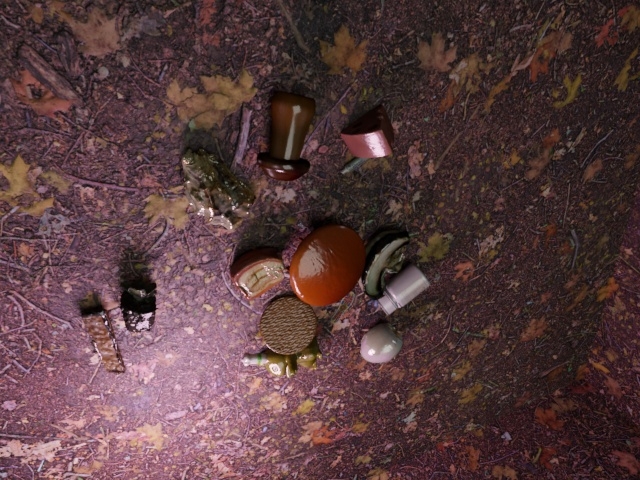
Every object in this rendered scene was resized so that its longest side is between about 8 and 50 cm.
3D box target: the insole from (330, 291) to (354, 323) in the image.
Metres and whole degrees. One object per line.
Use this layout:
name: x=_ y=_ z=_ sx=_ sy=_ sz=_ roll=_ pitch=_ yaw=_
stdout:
insole: x=0.108 y=0.326 z=2.057 sx=0.065 sy=0.006 sz=0.193 roll=23 pitch=107 yaw=-31

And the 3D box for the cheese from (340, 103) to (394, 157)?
cheese: x=0.211 y=-0.389 z=1.588 sx=0.202 sy=0.177 sz=0.128 roll=-34 pitch=125 yaw=-2

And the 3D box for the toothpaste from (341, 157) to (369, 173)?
toothpaste: x=0.165 y=-0.327 z=1.696 sx=0.197 sy=0.029 sz=0.048 roll=-35 pitch=126 yaw=-5

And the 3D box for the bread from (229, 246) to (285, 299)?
bread: x=-0.249 y=0.125 z=1.722 sx=0.244 sy=0.123 sz=0.190 roll=-37 pitch=124 yaw=-1

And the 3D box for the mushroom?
mushroom: x=0.276 y=0.097 z=1.933 sx=0.247 sy=0.130 sz=0.344 roll=-5 pitch=123 yaw=-39

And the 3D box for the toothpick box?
toothpick box: x=-0.113 y=-0.356 z=1.473 sx=0.192 sy=0.192 sz=0.295 roll=4 pitch=110 yaw=-25

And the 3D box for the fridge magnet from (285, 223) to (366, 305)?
fridge magnet: x=0.031 y=0.101 z=1.762 sx=0.363 sy=0.155 sz=0.364 roll=-12 pitch=115 yaw=-27

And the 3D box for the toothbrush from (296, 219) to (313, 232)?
toothbrush: x=0.000 y=0.000 z=1.816 sx=0.024 sy=0.021 sz=0.288 roll=-43 pitch=125 yaw=11

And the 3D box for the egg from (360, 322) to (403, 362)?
egg: x=0.301 y=0.528 z=2.148 sx=0.217 sy=0.183 sz=0.183 roll=-44 pitch=125 yaw=9

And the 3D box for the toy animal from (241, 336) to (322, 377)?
toy animal: x=-0.169 y=0.555 z=1.958 sx=0.362 sy=0.180 sz=0.181 roll=-18 pitch=156 yaw=-18

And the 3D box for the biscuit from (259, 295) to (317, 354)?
biscuit: x=-0.142 y=0.377 z=1.893 sx=0.261 sy=0.037 sz=0.262 roll=2 pitch=83 yaw=-14

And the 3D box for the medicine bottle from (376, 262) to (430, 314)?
medicine bottle: x=0.387 y=0.235 z=2.040 sx=0.258 sy=0.143 sz=0.143 roll=-38 pitch=125 yaw=0

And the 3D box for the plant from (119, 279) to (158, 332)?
plant: x=-0.682 y=0.242 z=1.598 sx=0.142 sy=0.131 sz=0.203 roll=-6 pitch=118 yaw=-16

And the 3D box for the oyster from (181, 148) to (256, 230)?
oyster: x=-0.374 y=-0.166 z=1.515 sx=0.201 sy=0.107 sz=0.354 roll=-43 pitch=125 yaw=0

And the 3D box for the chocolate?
chocolate: x=-0.841 y=0.395 z=1.664 sx=0.102 sy=0.065 sz=0.330 roll=-3 pitch=119 yaw=0
